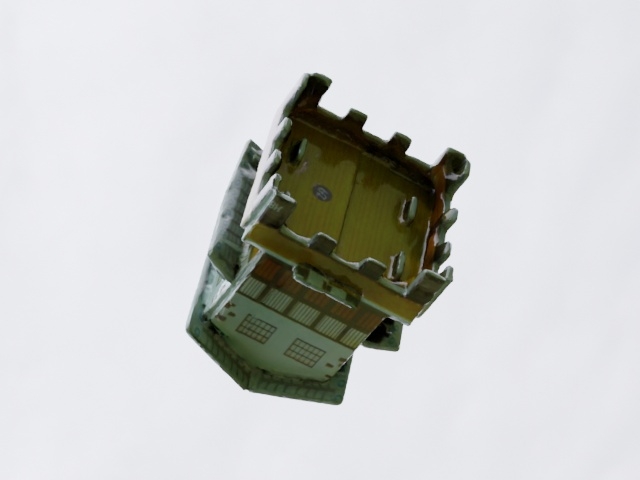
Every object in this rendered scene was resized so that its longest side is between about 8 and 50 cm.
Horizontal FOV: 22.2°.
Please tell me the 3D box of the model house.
[{"bbox_3d":[0.000,0.000,1.497,0.198,0.215,0.224,29,-139,-15],"label":"model house"}]
